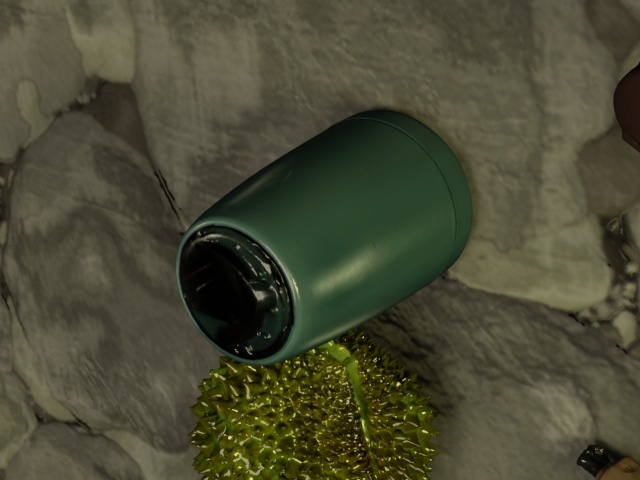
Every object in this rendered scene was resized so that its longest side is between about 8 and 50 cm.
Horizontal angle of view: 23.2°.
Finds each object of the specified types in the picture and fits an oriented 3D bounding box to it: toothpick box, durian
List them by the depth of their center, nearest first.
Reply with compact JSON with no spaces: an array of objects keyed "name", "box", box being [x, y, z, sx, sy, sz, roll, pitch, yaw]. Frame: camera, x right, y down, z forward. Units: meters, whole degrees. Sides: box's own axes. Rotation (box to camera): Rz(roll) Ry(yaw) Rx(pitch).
[{"name":"toothpick box","box":[0.000,0.000,0.963,0.120,0.184,0.120,19,122,33]},{"name":"durian","box":[-0.003,0.138,1.060,0.146,0.159,0.198,12,152,46]}]

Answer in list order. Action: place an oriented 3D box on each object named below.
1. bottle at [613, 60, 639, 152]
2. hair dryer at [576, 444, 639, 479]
[{"name":"bottle","box":[0.199,-0.087,0.770,0.060,0.164,0.060,18,121,32]},{"name":"hair dryer","box":[0.231,0.187,0.961,0.182,0.064,0.117,37,132,30]}]
